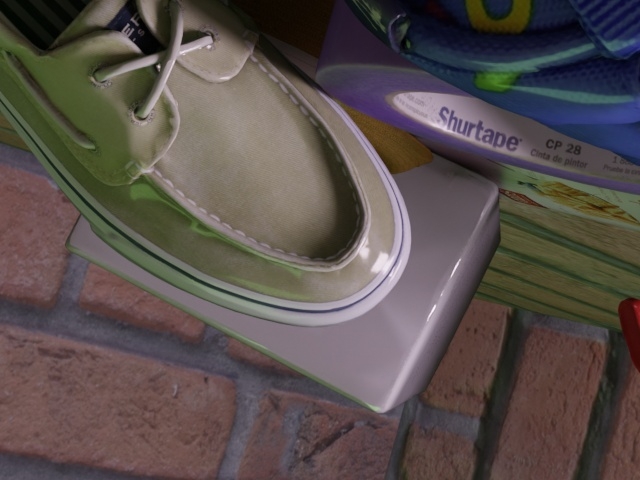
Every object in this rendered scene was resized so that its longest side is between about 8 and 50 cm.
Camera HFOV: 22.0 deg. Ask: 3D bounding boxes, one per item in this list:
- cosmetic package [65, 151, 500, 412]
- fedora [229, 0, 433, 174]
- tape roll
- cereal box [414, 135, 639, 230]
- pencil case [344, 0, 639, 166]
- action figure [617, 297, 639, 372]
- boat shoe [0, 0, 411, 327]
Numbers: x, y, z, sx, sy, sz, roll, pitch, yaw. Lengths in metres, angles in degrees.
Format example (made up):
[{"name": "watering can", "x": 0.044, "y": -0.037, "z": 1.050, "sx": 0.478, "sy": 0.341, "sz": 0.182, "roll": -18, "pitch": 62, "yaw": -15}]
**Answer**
[{"name": "cosmetic package", "x": 0.000, "y": 0.000, "z": 1.207, "sx": 0.230, "sy": 0.162, "sz": 0.453, "roll": 27, "pitch": 179, "yaw": 7}, {"name": "fedora", "x": -0.025, "y": -0.099, "z": 0.824, "sx": 0.194, "sy": 0.079, "sz": 0.194, "roll": 21, "pitch": 175, "yaw": 2}, {"name": "tape roll", "x": 0.097, "y": -0.076, "z": 0.647, "sx": 0.189, "sy": 0.080, "sz": 0.189, "roll": 16, "pitch": 176, "yaw": 1}, {"name": "cereal box", "x": 0.198, "y": -0.039, "z": 1.034, "sx": 0.240, "sy": 0.047, "sz": 0.173, "roll": 14, "pitch": 175, "yaw": 26}, {"name": "pencil case", "x": 0.120, "y": -0.059, "z": 0.417, "sx": 0.119, "sy": 0.133, "sz": 0.306, "roll": -24, "pitch": 157, "yaw": 27}, {"name": "action figure", "x": 0.321, "y": 0.063, "z": 0.962, "sx": 0.280, "sy": 0.139, "sz": 0.091, "roll": -10, "pitch": 160, "yaw": -30}, {"name": "boat shoe", "x": -0.087, "y": -0.074, "z": 0.664, "sx": 0.302, "sy": 0.109, "sz": 0.094, "roll": 39, "pitch": 168, "yaw": -2}]
